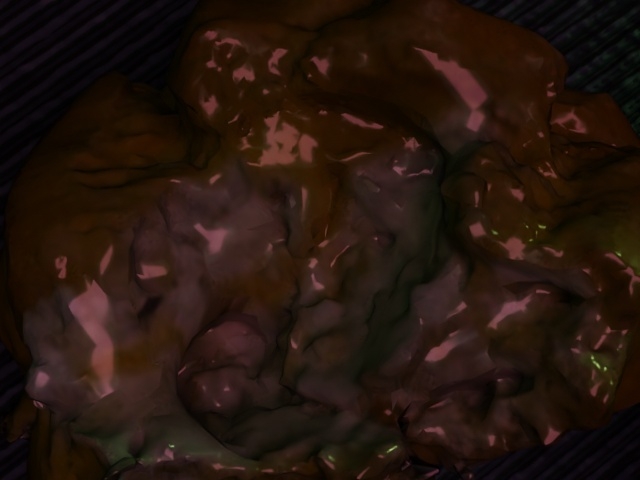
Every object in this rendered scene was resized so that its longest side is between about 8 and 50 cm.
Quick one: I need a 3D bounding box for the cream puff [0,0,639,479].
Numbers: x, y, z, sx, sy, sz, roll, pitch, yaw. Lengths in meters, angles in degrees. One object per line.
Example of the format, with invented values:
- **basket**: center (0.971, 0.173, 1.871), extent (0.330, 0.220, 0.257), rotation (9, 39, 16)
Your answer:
- **cream puff**: center (0.001, 0.001, 0.409), extent (0.221, 0.195, 0.195), rotation (-21, 100, 1)
